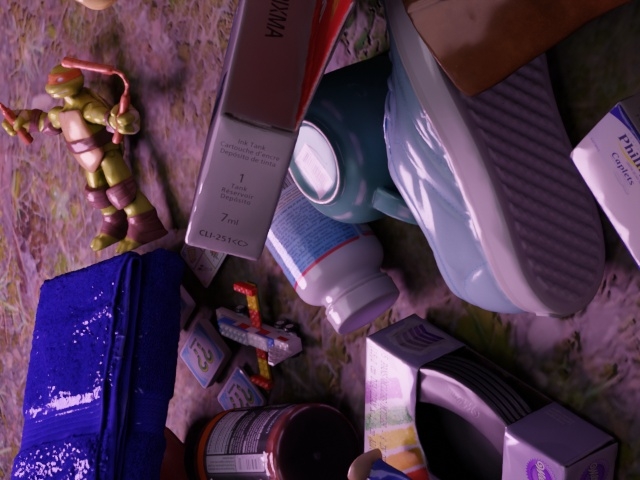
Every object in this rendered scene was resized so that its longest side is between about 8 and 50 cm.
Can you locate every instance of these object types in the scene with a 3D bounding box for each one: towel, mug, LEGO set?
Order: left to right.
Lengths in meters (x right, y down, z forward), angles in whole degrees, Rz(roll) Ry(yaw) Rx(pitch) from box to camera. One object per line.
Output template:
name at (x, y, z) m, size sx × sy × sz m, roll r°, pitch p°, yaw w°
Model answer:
towel at (-0.240, 0.166, 1.862) m, size 0.228 × 0.076 × 0.308 m, roll -15°, pitch 61°, yaw 44°
LEGO set at (-0.105, 0.082, 1.855) m, size 0.182 × 0.060 × 0.244 m, roll 53°, pitch 144°, yaw 15°
mug at (0.038, -0.078, 1.517) m, size 0.158 × 0.097 × 0.129 m, roll 12°, pitch 118°, yaw 52°

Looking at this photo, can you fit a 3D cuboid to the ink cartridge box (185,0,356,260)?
ink cartridge box at (-0.027, -0.177, 1.406) m, size 0.296 × 0.066 × 0.261 m, roll -82°, pitch 9°, yaw -47°

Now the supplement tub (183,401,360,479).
supplement tub at (-0.055, 0.215, 1.811) m, size 0.198 × 0.106 × 0.106 m, roll -12°, pitch 99°, yaw 54°

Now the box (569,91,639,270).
box at (0.255, -0.042, 1.194) m, size 0.126 × 0.137 × 0.072 m, roll 60°, pitch 147°, yaw 12°

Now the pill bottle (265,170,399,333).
pill bottle at (0.000, 0.000, 1.627) m, size 0.160 × 0.087 × 0.087 m, roll 57°, pitch 145°, yaw 17°

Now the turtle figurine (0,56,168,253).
turtle figurine at (-0.243, -0.098, 1.915) m, size 0.269 × 0.087 × 0.217 m, roll -2°, pitch 115°, yaw 46°

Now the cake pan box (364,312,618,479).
cake pan box at (0.138, 0.221, 1.583) m, size 0.246 × 0.070 × 0.267 m, roll 32°, pitch 133°, yaw 39°

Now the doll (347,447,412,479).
doll at (0.098, 0.262, 1.560) m, size 0.189 × 0.046 × 0.129 m, roll 37°, pitch 127°, yaw 29°

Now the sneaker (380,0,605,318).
sneaker at (0.089, -0.108, 1.388) m, size 0.150 × 0.135 × 0.366 m, roll -6°, pitch 104°, yaw 48°

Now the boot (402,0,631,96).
boot at (0.148, -0.259, 1.199) m, size 0.280 × 0.096 × 0.264 m, roll -21°, pitch 104°, yaw 38°

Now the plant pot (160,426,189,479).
plant pot at (-0.177, 0.346, 1.951) m, size 0.265 × 0.272 × 0.272 m, roll 47°, pitch 143°, yaw 41°

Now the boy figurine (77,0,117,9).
boy figurine at (-0.269, -0.353, 1.780) m, size 0.285 × 0.092 × 0.177 m, roll 54°, pitch 171°, yaw 16°
